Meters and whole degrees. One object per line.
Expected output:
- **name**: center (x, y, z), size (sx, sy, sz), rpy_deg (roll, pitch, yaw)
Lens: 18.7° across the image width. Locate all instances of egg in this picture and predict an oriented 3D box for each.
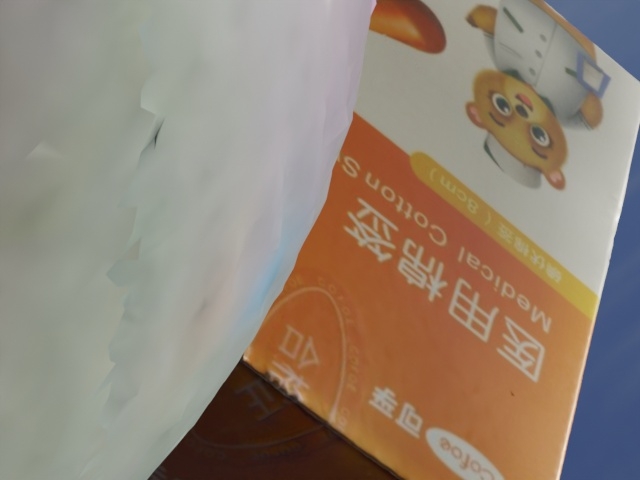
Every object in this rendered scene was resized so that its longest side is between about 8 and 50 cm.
- **egg**: center (-0.145, -0.097, 0.427), size (0.354, 0.354, 0.340), rpy_deg (-48, 174, -37)

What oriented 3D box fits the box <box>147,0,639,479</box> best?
- **box**: center (0.000, 0.000, 0.857), size (0.143, 0.225, 0.341), rpy_deg (-41, -162, 40)
